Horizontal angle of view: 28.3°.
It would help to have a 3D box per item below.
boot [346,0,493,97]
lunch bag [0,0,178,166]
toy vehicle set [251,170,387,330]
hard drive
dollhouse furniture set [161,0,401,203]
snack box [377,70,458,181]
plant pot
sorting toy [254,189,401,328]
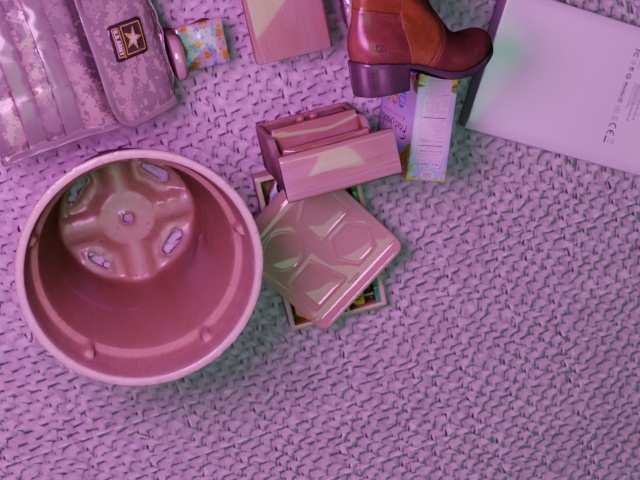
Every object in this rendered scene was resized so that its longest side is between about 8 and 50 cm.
[{"bbox_3d":[0.132,-0.356,1.729,0.264,0.096,0.280,-16,113,-30],"label":"boot"},{"bbox_3d":[-0.356,-0.263,1.801,0.287,0.169,0.235,-20,108,-13],"label":"lunch bag"},{"bbox_3d":[0.000,0.000,2.054,0.166,0.035,0.267,-16,108,-8],"label":"toy vehicle set"},{"bbox_3d":[0.424,-0.254,2.074,0.353,0.047,0.233,13,102,-17],"label":"hard drive"},{"bbox_3d":[-0.034,-0.286,1.849,0.362,0.256,0.394,-15,108,-9],"label":"dollhouse furniture set"},{"bbox_3d":[0.148,-0.209,1.955,0.070,0.174,0.207,1,105,-15],"label":"snack box"},{"bbox_3d":[-0.273,0.003,1.850,0.334,0.305,0.333,-3,106,-12],"label":"plant pot"},{"bbox_3d":[-0.006,0.009,2.019,0.208,0.038,0.193,42,93,-15],"label":"sorting toy"}]
